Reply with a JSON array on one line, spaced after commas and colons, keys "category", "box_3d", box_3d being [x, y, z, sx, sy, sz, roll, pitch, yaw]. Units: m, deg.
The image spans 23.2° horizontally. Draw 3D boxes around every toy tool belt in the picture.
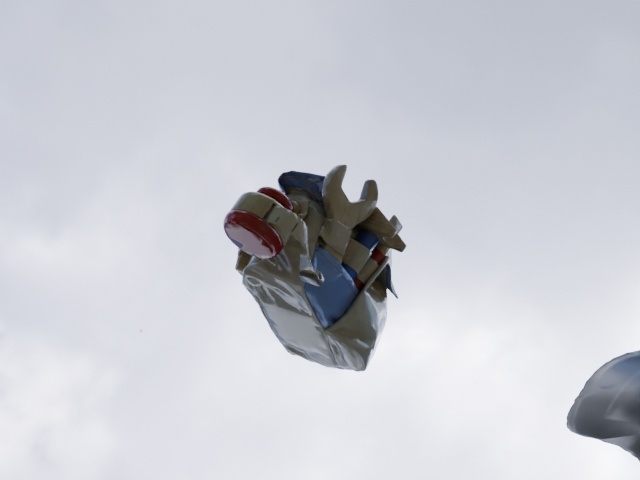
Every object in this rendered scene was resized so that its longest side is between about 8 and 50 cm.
[{"category": "toy tool belt", "box_3d": [0.000, 0.000, 0.490, 0.052, 0.083, 0.051, 15, -120, 32]}]

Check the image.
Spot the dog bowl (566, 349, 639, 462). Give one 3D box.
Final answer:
[{"category": "dog bowl", "box_3d": [0.186, 0.198, 0.527, 0.102, 0.349, 0.348, -9, -92, -11]}]
